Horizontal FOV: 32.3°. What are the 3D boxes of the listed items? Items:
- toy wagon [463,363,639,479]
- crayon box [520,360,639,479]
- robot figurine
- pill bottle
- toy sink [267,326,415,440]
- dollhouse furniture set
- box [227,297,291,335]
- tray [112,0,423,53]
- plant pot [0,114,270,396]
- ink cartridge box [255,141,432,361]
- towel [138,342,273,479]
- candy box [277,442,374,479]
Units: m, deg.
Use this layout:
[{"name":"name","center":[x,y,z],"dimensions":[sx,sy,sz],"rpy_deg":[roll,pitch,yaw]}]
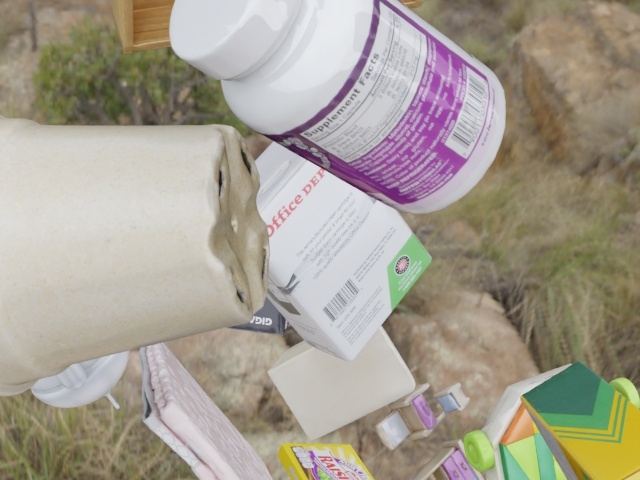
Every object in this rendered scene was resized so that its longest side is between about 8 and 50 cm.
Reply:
[{"name":"toy wagon","center":[0.353,0.355,1.592],"dimensions":[0.267,0.068,0.344],"rpy_deg":[-16,104,-18]},{"name":"crayon box","center":[0.311,0.257,1.046],"dimensions":[0.083,0.323,0.203],"rpy_deg":[-31,101,1]},{"name":"robot figurine","center":[-0.474,0.154,1.954],"dimensions":[0.199,0.353,0.300],"rpy_deg":[-33,26,-1]},{"name":"pill bottle","center":[0.018,-0.151,0.997],"dimensions":[0.301,0.169,0.169],"rpy_deg":[27,44,-38]},{"name":"toy sink","center":[0.053,0.229,1.989],"dimensions":[0.153,0.234,0.131],"rpy_deg":[57,23,-4]},{"name":"dollhouse furniture set","center":[0.256,0.385,1.822],"dimensions":[0.198,0.303,0.286],"rpy_deg":[-35,96,-39]},{"name":"box","center":[-0.189,0.018,2.115],"dimensions":[0.295,0.073,0.293],"rpy_deg":[7,94,16]},{"name":"tray","center":[-0.053,-0.356,1.380],"dimensions":[0.410,0.203,0.076],"rpy_deg":[-13,62,-16]},{"name":"plant pot","center":[-0.230,-0.005,1.249],"dimensions":[0.305,0.334,0.334],"rpy_deg":[-7,54,11]},{"name":"ink cartridge box","center":[0.000,0.000,1.612],"dimensions":[0.211,0.289,0.121],"rpy_deg":[-49,33,-17]},{"name":"towel","center":[-0.149,0.304,1.583],"dimensions":[0.053,0.332,0.317],"rpy_deg":[-38,106,-2]},{"name":"candy box","center":[0.030,0.319,1.376],"dimensions":[0.105,0.027,0.206],"rpy_deg":[9,20,-27]}]
